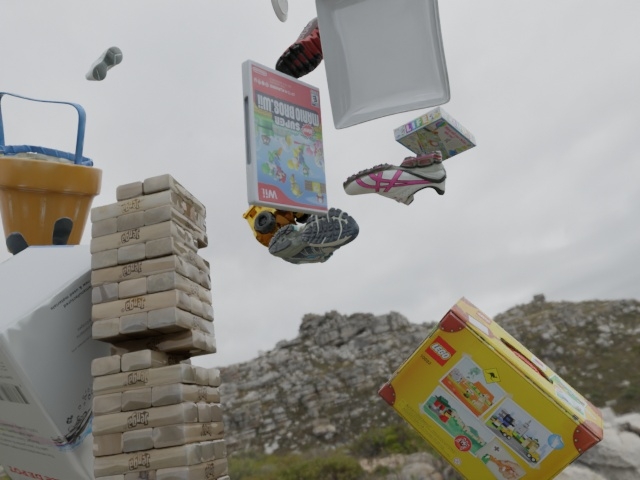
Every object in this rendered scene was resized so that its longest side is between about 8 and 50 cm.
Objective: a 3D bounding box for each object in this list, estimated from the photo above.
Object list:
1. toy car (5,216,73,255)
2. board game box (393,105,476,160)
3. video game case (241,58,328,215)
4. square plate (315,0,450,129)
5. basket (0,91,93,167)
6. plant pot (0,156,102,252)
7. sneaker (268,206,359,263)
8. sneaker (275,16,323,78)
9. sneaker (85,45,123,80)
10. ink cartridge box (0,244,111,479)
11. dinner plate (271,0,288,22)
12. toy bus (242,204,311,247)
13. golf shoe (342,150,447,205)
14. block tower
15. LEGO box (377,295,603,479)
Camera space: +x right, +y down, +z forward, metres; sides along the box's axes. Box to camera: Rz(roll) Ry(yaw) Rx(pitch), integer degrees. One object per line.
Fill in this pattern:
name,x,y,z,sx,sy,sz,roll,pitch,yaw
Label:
toy car,-0.422,0.062,0.816,0.149,0.188,0.155,14,27,31
board game box,0.231,-0.205,1.024,0.104,0.026,0.154,-22,-26,34
video game case,-0.068,-0.201,1.037,0.025,0.284,0.204,-11,-12,42
square plate,0.144,-0.464,1.214,0.347,0.343,0.049,-2,10,45
basket,-0.714,-0.218,1.305,0.255,0.288,0.201,11,12,14
plant pot,-0.567,-0.065,1.059,0.205,0.187,0.205,5,3,0
sneaker,0.000,0.000,1.342,0.283,0.110,0.122,-13,-38,41
sneaker,-0.027,-0.582,1.527,0.276,0.135,0.097,-41,-61,3
sneaker,-0.655,-0.533,1.540,0.061,0.152,0.053,1,-41,32
ink cartridge box,-0.293,0.144,0.588,0.171,0.232,0.168,-2,28,26
dinner plate,-0.138,-0.833,1.779,0.017,0.141,0.141,-3,-13,20
toy bus,-0.160,-0.112,1.776,0.220,0.211,0.149,-47,-38,8
golf shoe,0.128,-0.098,0.902,0.186,0.085,0.067,-11,6,26
block tower,-0.157,0.112,0.498,0.091,0.335,0.097,-12,-21,9
LEGO box,0.485,0.477,1.517,0.372,0.500,0.193,-54,-18,21
